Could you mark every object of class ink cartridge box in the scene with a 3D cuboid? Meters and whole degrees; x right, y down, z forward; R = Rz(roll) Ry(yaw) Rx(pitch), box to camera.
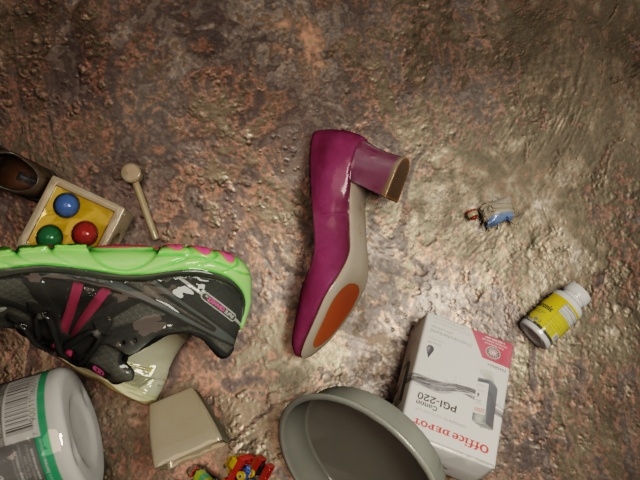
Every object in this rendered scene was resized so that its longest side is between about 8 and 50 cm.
[{"bbox_3d":[0.204,0.246,1.104,0.158,0.092,0.218,21,57,-1],"label":"ink cartridge box"}]

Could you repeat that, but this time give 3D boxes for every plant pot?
[{"bbox_3d":[-0.216,0.294,1.101,0.109,0.109,0.096,-22,72,-8],"label":"plant pot"}]

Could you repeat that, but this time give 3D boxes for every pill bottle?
[{"bbox_3d":[-0.522,0.330,1.015,0.360,0.204,0.204,-16,84,-6],"label":"pill bottle"},{"bbox_3d":[0.403,0.126,1.191,0.116,0.065,0.065,-40,87,-9],"label":"pill bottle"}]

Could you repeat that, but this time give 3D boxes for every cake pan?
[{"bbox_3d":[0.066,0.340,1.048,0.293,0.293,0.054,51,46,3],"label":"cake pan"}]

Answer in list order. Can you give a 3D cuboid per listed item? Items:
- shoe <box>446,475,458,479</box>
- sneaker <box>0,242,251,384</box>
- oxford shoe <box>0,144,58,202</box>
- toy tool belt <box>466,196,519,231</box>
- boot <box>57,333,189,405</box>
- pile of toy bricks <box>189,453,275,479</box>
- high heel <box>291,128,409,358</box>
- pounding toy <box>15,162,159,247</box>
[{"bbox_3d":[0.198,0.363,1.147,0.076,0.058,0.219,22,68,23],"label":"shoe"},{"bbox_3d":[-0.339,0.107,0.995,0.482,0.185,0.203,0,86,-7],"label":"sneaker"},{"bbox_3d":[-0.545,-0.128,1.130,0.227,0.096,0.083,14,83,-1],"label":"oxford shoe"},{"bbox_3d":[0.300,-0.040,1.211,0.083,0.052,0.051,-18,76,-6],"label":"toy tool belt"},{"bbox_3d":[-0.324,0.147,1.121,0.213,0.077,0.165,30,82,-6],"label":"boot"},{"bbox_3d":[-0.172,0.405,1.098,0.105,0.118,0.212,32,98,28],"label":"pile of toy bricks"},{"bbox_3d":[0.000,0.000,1.176,0.181,0.127,0.378,24,84,28],"label":"high heel"},{"bbox_3d":[-0.355,-0.041,1.134,0.181,0.094,0.206,25,81,-1],"label":"pounding toy"}]
